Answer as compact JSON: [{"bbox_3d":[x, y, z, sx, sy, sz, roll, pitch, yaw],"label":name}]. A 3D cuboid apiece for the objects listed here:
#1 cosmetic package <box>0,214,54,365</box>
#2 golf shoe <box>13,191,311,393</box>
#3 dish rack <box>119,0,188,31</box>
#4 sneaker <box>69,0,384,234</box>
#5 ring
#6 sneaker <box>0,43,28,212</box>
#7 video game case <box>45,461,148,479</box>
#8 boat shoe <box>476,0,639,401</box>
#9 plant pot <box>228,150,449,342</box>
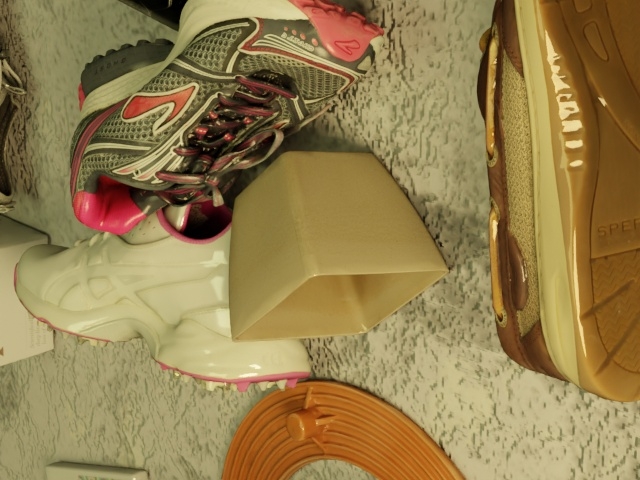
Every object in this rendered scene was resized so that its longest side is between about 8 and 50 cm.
[{"bbox_3d":[-0.344,0.029,1.452,0.231,0.085,0.117,20,117,44],"label":"cosmetic package"},{"bbox_3d":[-0.120,0.021,1.171,0.306,0.115,0.140,13,101,41],"label":"golf shoe"},{"bbox_3d":[-0.109,-0.301,1.065,0.208,0.074,0.271,31,124,40],"label":"dish rack"},{"bbox_3d":[-0.066,-0.082,1.024,0.299,0.121,0.112,-22,53,52],"label":"sneaker"},{"bbox_3d":[0.023,0.267,1.125,0.336,0.032,0.336,19,115,47],"label":"ring"},{"bbox_3d":[-0.303,-0.156,1.356,0.115,0.105,0.281,9,109,17],"label":"sneaker"},{"bbox_3d":[-0.190,0.273,1.394,0.157,0.019,0.143,-6,97,51],"label":"video game case"},{"bbox_3d":[0.126,-0.091,0.813,0.123,0.123,0.342,8,106,58],"label":"boat shoe"},{"bbox_3d":[0.000,0.000,1.013,0.109,0.109,0.096,-40,59,49],"label":"plant pot"}]
